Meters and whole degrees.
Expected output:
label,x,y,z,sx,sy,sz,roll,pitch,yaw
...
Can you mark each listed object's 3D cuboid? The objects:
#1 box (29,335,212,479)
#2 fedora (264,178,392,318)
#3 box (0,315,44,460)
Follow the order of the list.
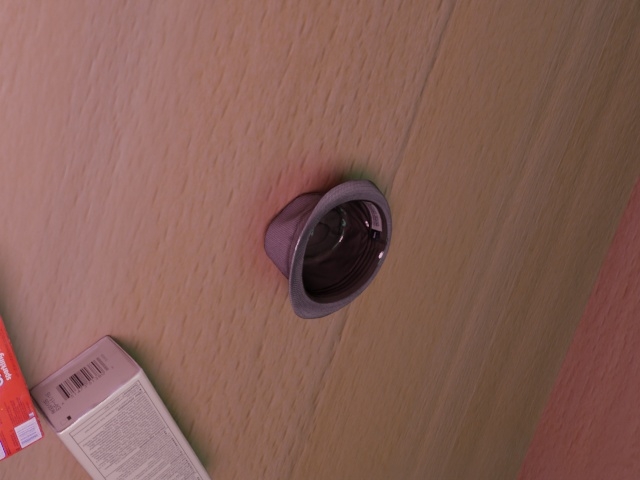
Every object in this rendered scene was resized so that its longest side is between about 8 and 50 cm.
label,x,y,z,sx,sy,sz,roll,pitch,yaw
box,-0.295,0.316,1.109,0.148,0.121,0.311,-37,130,-24
fedora,0.000,0.000,1.223,0.275,0.124,0.243,-22,126,-44
box,-0.454,0.153,0.884,0.128,0.123,0.257,-26,126,-32
